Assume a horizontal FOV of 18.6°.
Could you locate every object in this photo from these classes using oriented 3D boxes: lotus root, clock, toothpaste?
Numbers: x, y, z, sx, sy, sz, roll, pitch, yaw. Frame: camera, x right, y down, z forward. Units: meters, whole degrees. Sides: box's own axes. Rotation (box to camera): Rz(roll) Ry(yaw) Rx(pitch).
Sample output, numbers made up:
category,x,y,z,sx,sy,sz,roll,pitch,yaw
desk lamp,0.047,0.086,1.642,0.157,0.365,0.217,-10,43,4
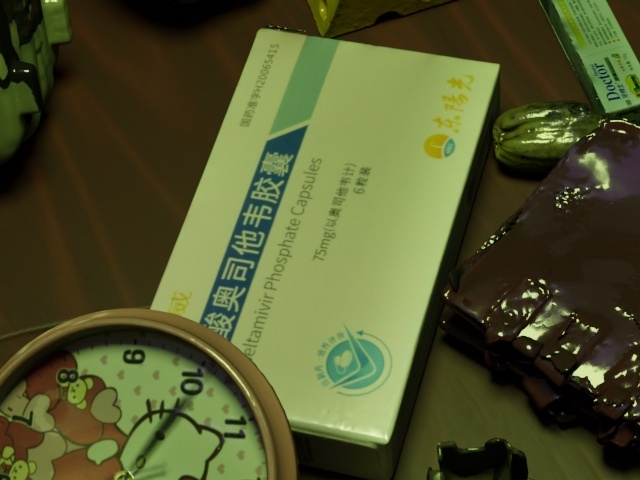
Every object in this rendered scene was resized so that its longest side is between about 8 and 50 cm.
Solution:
category,x,y,z,sx,sy,sz,roll,pitch,yaw
lotus root,0.180,-0.080,1.480,0.099,0.049,0.054,-5,79,10
clock,-0.133,0.165,1.309,0.244,0.056,0.244,-3,77,12
toothpaste,0.215,-0.156,1.540,0.046,0.034,0.164,-17,55,-5

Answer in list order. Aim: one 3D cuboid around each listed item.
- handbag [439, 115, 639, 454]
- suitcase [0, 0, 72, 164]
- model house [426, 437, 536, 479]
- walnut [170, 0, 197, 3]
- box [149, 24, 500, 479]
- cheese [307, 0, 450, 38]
category,x,y,z,sx,sy,sz,roll,pitch,yaw
handbag,0.219,0.038,1.381,0.203,0.074,0.216,32,66,26
suitcase,-0.378,-0.227,1.477,0.339,0.351,0.194,0,38,8
model house,0.097,0.217,1.164,0.211,0.243,0.204,-3,54,5
walnut,-0.121,-0.280,1.601,0.155,0.155,0.184,-36,56,-17
box,0.000,0.000,1.438,0.200,0.065,0.343,10,57,14
cheese,0.082,-0.243,1.601,0.171,0.126,0.093,-6,53,-22
